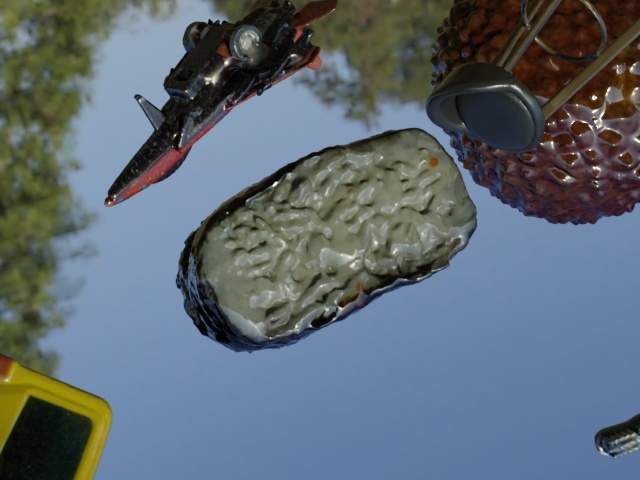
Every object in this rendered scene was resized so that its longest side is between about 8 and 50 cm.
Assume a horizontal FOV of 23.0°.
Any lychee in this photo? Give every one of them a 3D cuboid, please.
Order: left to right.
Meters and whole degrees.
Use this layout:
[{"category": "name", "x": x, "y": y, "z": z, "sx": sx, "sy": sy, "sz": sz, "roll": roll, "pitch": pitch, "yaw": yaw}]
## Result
[{"category": "lychee", "x": 0.253, "y": -0.152, "z": 1.592, "sx": 0.304, "sy": 0.276, "sz": 0.276, "roll": 21, "pitch": -176, "yaw": -18}]

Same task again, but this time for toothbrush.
[{"category": "toothbrush", "x": 0.455, "y": 0.135, "z": 1.482, "sx": 0.417, "sy": 0.042, "sz": 0.040, "roll": -15, "pitch": -174, "yaw": -9}]

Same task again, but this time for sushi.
[{"category": "sushi", "x": 0.000, "y": 0.000, "z": 1.191, "sx": 0.225, "sy": 0.124, "sz": 0.127, "roll": -28, "pitch": 180, "yaw": -14}]

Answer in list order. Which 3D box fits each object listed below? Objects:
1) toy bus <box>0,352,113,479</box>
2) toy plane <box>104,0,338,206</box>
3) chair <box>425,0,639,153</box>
[{"category": "toy bus", "x": -0.348, "y": 0.280, "z": 1.564, "sx": 0.249, "sy": 0.440, "sz": 0.209, "roll": 22, "pitch": -120, "yaw": -3}, {"category": "toy plane", "x": -0.073, "y": -0.092, "z": 0.974, "sx": 0.189, "sy": 0.061, "sz": 0.130, "roll": -42, "pitch": -148, "yaw": -26}, {"category": "chair", "x": 0.186, "y": -0.153, "z": 1.305, "sx": 0.221, "sy": 0.095, "sz": 0.104, "roll": -46, "pitch": 179, "yaw": -28}]
